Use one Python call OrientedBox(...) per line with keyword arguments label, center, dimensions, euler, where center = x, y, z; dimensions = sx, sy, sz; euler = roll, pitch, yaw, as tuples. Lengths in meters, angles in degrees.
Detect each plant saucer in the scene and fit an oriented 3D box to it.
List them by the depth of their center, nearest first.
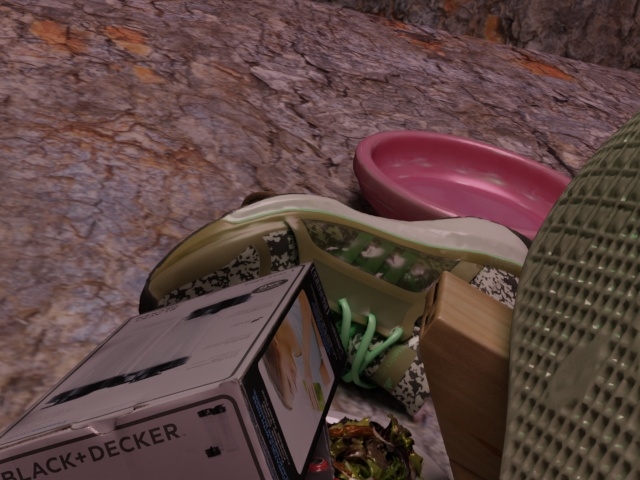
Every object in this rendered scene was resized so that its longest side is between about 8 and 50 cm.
OrientedBox(label="plant saucer", center=(0.197, -0.044, 1.418), dimensions=(0.332, 0.084, 0.332), euler=(13, 24, -6))

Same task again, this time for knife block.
OrientedBox(label="knife block", center=(0.217, 0.143, 0.818), dimensions=(0.242, 0.275, 0.088), euler=(-12, 19, 13))

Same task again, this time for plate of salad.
OrientedBox(label="plate of salad", center=(0.016, 0.178, 0.846), dimensions=(0.200, 0.048, 0.200), euler=(12, 23, -5))

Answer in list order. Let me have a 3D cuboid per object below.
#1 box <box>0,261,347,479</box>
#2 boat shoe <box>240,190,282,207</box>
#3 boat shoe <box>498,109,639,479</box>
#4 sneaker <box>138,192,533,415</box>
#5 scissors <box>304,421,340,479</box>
OrientedBox(label="box", center=(-0.087, 0.108, 0.743), dimensions=(0.169, 0.087, 0.290), euler=(-18, 8, 10))
OrientedBox(label="boat shoe", center=(0.000, 0.000, 1.237), dimensions=(0.190, 0.068, 0.072), euler=(28, 12, 6))
OrientedBox(label="boat shoe", center=(0.228, 0.072, 0.701), dimensions=(0.156, 0.187, 0.500), euler=(34, 44, -14))
OrientedBox(label="sneaker", center=(0.043, 0.071, 1.012), dimensions=(0.410, 0.158, 0.182), euler=(1, 44, -20))
OrientedBox(label="scissors", center=(0.006, 0.156, 0.698), dimensions=(0.109, 0.021, 0.297), euler=(2, 13, 14))
